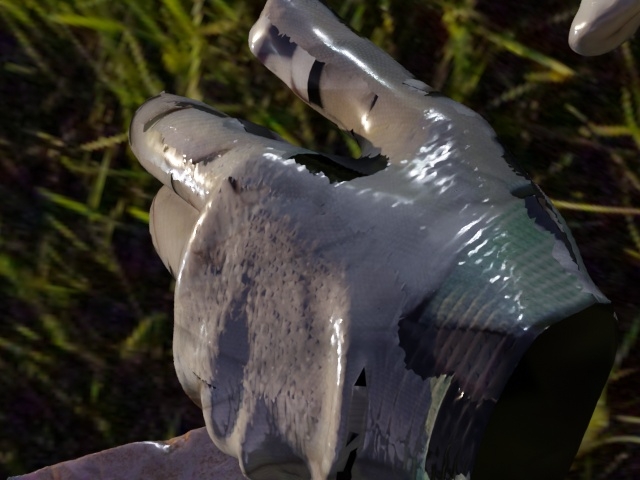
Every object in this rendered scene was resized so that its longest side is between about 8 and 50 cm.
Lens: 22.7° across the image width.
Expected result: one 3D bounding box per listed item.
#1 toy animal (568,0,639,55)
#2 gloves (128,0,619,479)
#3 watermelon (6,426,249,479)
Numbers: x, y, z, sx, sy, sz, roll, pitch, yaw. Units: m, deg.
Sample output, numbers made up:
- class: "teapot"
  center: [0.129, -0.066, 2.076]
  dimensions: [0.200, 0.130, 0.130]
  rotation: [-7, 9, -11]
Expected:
- class: "toy animal"
  center: [0.254, -0.291, 1.017]
  dimensions: [0.368, 0.241, 0.196]
  rotation: [-58, 28, 17]
- class: "gloves"
  center: [-0.006, 0.005, 0.509]
  dimensions: [0.212, 0.111, 0.128]
  rotation: [28, 132, 36]
- class: "watermelon"
  center: [-0.011, 0.261, 1.081]
  dimensions: [0.319, 0.222, 0.292]
  rotation: [-21, 62, 0]
